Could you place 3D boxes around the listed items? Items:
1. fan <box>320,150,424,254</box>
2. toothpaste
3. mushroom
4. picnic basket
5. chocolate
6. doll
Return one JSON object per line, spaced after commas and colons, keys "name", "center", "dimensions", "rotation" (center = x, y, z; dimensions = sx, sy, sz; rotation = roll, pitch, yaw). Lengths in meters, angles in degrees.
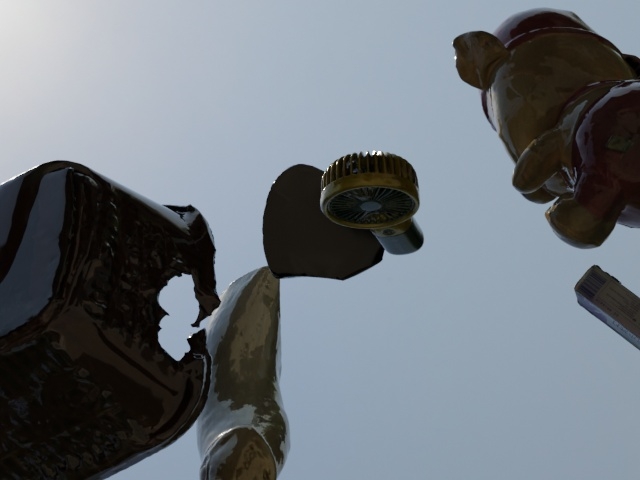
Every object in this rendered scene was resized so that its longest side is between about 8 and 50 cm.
{"name": "fan", "center": [0.052, -0.029, 0.963], "dimensions": [0.155, 0.082, 0.039], "rotation": [52, -148, -59]}
{"name": "toothpaste", "center": [0.354, 0.100, 1.190], "dimensions": [0.040, 0.196, 0.047], "rotation": [-46, -34, -4]}
{"name": "mushroom", "center": [-0.101, 0.218, 1.477], "dimensions": [0.126, 0.177, 0.397], "rotation": [8, -143, -9]}
{"name": "picnic basket", "center": [-0.226, 0.070, 0.778], "dimensions": [0.129, 0.297, 0.222], "rotation": [43, -148, -42]}
{"name": "chocolate", "center": [0.000, 0.000, 1.250], "dimensions": [0.149, 0.080, 0.125], "rotation": [37, -91, 11]}
{"name": "doll", "center": [0.223, -0.089, 0.928], "dimensions": [0.196, 0.152, 0.256], "rotation": [41, -168, -39]}
